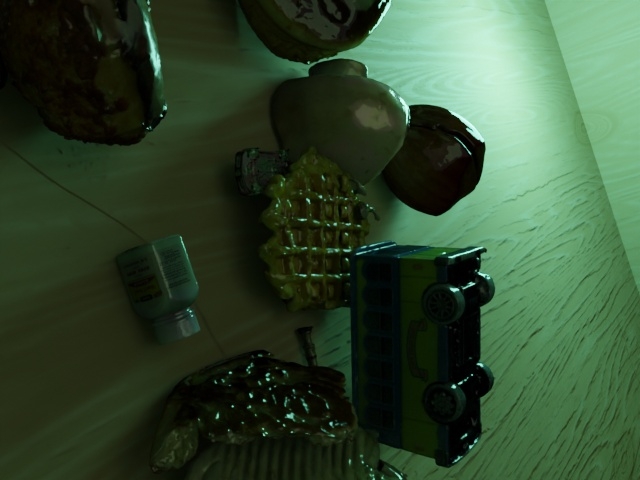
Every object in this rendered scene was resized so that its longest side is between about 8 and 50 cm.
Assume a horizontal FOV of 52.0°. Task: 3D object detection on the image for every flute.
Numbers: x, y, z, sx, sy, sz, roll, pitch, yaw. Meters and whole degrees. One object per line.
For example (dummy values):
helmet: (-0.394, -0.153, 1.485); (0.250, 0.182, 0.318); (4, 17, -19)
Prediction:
flute: (0.003, 0.243, 0.973); (0.027, 0.027, 0.233); (-7, 82, -52)

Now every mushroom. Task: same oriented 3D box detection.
mushroom: (0.036, -0.219, 1.078); (0.173, 0.162, 0.236); (24, 57, -46)

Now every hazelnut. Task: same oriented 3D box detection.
hazelnut: (0.211, -0.164, 1.262); (0.212, 0.181, 0.181); (-59, 143, -32)

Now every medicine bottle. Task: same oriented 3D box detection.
medicine bottle: (-0.185, 0.059, 0.772); (0.055, 0.074, 0.118); (-22, 95, -53)

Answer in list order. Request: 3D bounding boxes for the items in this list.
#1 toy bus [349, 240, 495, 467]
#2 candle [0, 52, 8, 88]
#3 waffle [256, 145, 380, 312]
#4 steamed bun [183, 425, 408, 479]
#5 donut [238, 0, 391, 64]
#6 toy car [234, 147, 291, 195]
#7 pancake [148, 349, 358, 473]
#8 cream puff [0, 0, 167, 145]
toy bus: (0.152, 0.162, 1.002); (0.152, 0.190, 0.312); (-11, 102, -56)
candle: (-0.378, -0.165, 0.640); (0.130, 0.052, 0.052); (-29, 99, -51)
waffle: (-0.003, 0.000, 0.998); (0.262, 0.060, 0.280); (-57, 133, -36)
steamed bun: (-0.024, 0.354, 0.754); (0.280, 0.268, 0.207); (-11, 120, -39)
donut: (-0.025, -0.459, 1.082); (0.330, 0.160, 0.330); (2, 86, -31)
toy car: (-0.086, -0.099, 0.970); (0.142, 0.055, 0.069); (-10, 94, -61)
pancake: (-0.083, 0.195, 0.798); (0.257, 0.212, 0.056); (4, 107, -20)
cream puff: (-0.252, -0.212, 0.697); (0.164, 0.240, 0.240); (-13, 86, -21)
